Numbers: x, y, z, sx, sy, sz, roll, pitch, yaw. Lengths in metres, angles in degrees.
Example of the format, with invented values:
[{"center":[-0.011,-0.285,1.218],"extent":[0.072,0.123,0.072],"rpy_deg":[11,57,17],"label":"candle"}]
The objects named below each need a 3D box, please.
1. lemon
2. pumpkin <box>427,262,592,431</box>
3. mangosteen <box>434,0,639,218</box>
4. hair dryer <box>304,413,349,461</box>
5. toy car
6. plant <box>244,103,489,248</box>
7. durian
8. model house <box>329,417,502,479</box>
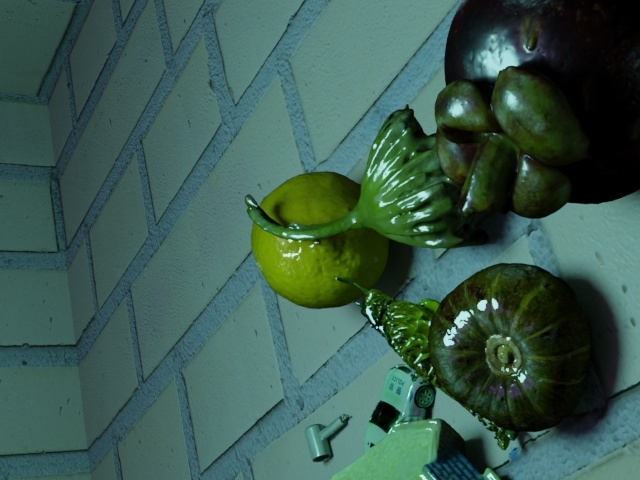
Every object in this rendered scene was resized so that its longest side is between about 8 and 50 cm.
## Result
[{"center":[0.000,-0.001,1.752],"extent":[0.263,0.236,0.236],"rpy_deg":[-83,15,-55],"label":"lemon"},{"center":[0.249,0.130,1.379],"extent":[0.219,0.162,0.219],"rpy_deg":[6,101,32],"label":"pumpkin"},{"center":[0.262,-0.161,1.200],"extent":[0.307,0.347,0.307],"rpy_deg":[36,153,22],"label":"mangosteen"},{"center":[0.019,0.342,1.892],"extent":[0.124,0.038,0.063],"rpy_deg":[-45,51,40],"label":"hair dryer"},{"center":[0.116,0.306,1.676],"extent":[0.090,0.076,0.224],"rpy_deg":[20,105,61],"label":"toy car"},{"center":[0.084,-0.036,1.573],"extent":[0.333,0.180,0.251],"rpy_deg":[-36,52,21],"label":"plant"},{"center":[0.164,0.147,1.538],"extent":[0.375,0.132,0.106],"rpy_deg":[45,120,33],"label":"durian"},{"center":[0.163,0.375,1.514],"extent":[0.189,0.195,0.214],"rpy_deg":[-45,46,-1],"label":"model house"}]
